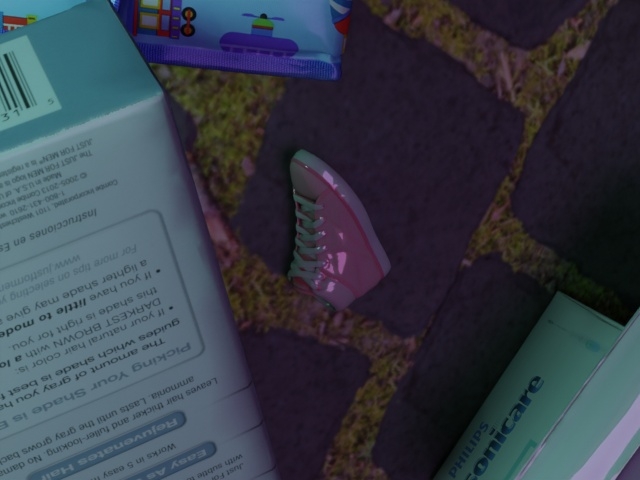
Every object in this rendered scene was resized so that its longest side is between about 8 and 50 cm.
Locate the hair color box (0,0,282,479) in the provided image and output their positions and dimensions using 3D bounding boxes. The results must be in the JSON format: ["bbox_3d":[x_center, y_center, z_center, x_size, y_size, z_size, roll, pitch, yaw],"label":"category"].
[{"bbox_3d":[-0.146,0.069,0.620,0.185,0.114,0.375,-22,133,-12],"label":"hair color box"}]

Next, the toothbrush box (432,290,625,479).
[{"bbox_3d":[0.283,0.216,0.992,0.295,0.126,0.216,35,89,-35],"label":"toothbrush box"}]

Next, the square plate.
[{"bbox_3d":[0.343,0.182,0.908,0.344,0.049,0.347,-51,125,-5],"label":"square plate"}]

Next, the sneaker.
[{"bbox_3d":[0.000,0.000,0.779,0.070,0.051,0.134,-43,129,-15],"label":"sneaker"}]

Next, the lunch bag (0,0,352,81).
[{"bbox_3d":[-0.127,-0.221,0.587,0.293,0.138,0.221,1,111,-18],"label":"lunch bag"}]
